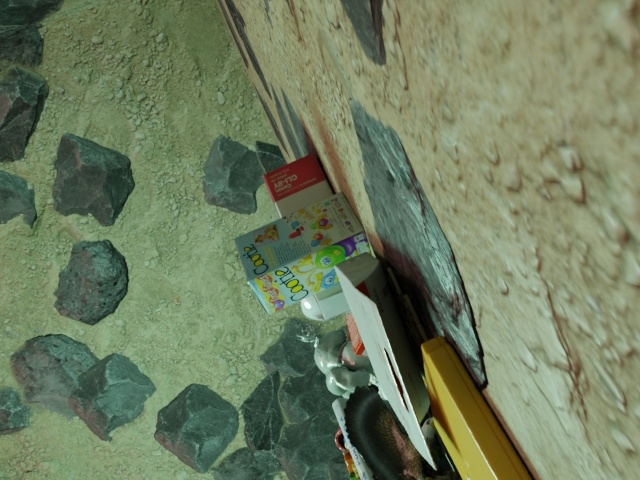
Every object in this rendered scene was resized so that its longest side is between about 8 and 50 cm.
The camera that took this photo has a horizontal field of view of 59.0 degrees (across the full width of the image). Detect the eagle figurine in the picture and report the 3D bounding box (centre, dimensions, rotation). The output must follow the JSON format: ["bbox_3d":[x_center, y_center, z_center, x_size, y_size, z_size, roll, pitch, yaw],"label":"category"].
[{"bbox_3d":[0.216,0.493,1.369,0.298,0.225,0.226,39,164,55],"label":"eagle figurine"}]

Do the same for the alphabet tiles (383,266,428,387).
[{"bbox_3d":[0.185,0.190,1.177,0.342,0.011,0.285,98,147,-85],"label":"alphabet tiles"}]

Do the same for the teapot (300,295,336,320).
[{"bbox_3d":[0.050,0.153,1.866,0.256,0.187,0.253,-66,-21,-58],"label":"teapot"}]

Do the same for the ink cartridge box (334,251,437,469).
[{"bbox_3d":[0.142,0.198,1.077,0.385,0.091,0.308,-142,31,-80],"label":"ink cartridge box"}]

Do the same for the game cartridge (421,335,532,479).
[{"bbox_3d":[0.246,0.331,0.862,0.324,0.052,0.285,73,174,-48],"label":"game cartridge"}]

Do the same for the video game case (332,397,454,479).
[{"bbox_3d":[0.208,0.556,1.489,0.329,0.036,0.300,15,-144,-38],"label":"video game case"}]

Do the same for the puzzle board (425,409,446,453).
[{"bbox_3d":[0.304,0.499,1.533,0.096,0.011,0.128,-129,16,-85],"label":"puzzle board"}]

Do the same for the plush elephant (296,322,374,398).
[{"bbox_3d":[0.117,0.365,1.782,0.330,0.272,0.255,35,162,-35],"label":"plush elephant"}]

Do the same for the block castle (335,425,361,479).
[{"bbox_3d":[0.254,0.788,1.958,0.213,0.303,0.453,-86,-27,-82],"label":"block castle"}]

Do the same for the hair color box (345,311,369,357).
[{"bbox_3d":[0.133,0.260,1.621,0.167,0.093,0.053,-101,31,-55],"label":"hair color box"}]

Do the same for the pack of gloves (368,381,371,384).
[{"bbox_3d":[0.202,0.426,2.150,0.232,0.046,0.195,0,-119,-63],"label":"pack of gloves"}]

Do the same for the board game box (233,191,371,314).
[{"bbox_3d":[-0.036,0.030,1.310,0.142,0.275,0.144,69,176,-47],"label":"board game box"}]

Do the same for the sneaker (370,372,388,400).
[{"bbox_3d":[0.225,0.455,1.930,0.292,0.110,0.118,-119,24,-70],"label":"sneaker"}]

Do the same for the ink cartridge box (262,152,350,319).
[{"bbox_3d":[0.000,0.000,1.568,0.279,0.160,0.385,74,172,-71],"label":"ink cartridge box"}]

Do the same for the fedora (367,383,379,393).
[{"bbox_3d":[0.265,0.677,2.323,0.334,0.152,0.334,156,90,-84],"label":"fedora"}]
